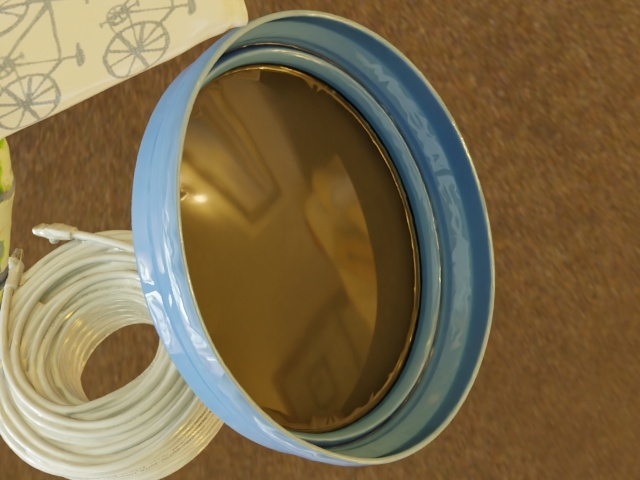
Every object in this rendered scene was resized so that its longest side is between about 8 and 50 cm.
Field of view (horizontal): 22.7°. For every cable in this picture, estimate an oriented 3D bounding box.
[{"bbox_3d":[-0.197,0.112,1.520,0.257,0.257,0.089,3,153,20],"label":"cable"}]

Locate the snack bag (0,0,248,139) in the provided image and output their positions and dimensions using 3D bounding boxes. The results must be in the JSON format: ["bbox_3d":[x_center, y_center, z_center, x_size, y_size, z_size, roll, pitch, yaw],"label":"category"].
[{"bbox_3d":[-0.047,-0.176,0.559,0.342,0.037,0.323,-30,155,-15],"label":"snack bag"}]

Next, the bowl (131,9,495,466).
[{"bbox_3d":[0.000,0.000,1.369,0.077,0.391,0.391,-14,119,43],"label":"bowl"}]

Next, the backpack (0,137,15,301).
[{"bbox_3d":[-0.343,-0.003,0.864,0.355,0.290,0.273,15,96,-28],"label":"backpack"}]
